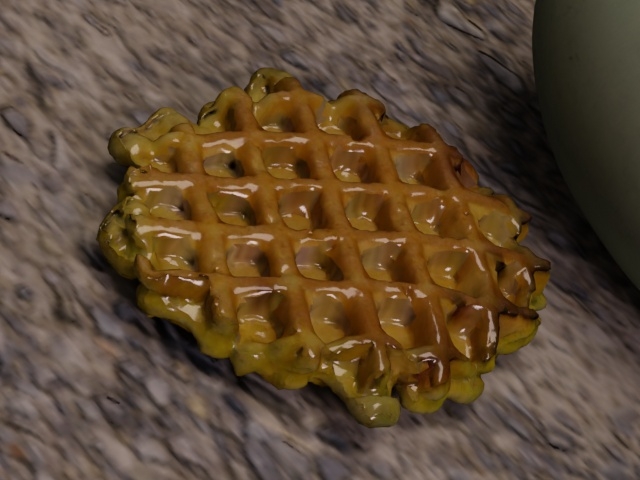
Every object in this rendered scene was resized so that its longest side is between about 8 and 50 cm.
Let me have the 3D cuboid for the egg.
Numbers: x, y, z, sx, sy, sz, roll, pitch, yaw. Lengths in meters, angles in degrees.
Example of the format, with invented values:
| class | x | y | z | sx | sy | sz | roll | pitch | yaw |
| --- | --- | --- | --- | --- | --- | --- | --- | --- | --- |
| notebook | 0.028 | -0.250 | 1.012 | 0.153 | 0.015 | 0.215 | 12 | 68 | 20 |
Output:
| class | x | y | z | sx | sy | sz | roll | pitch | yaw |
| --- | --- | --- | --- | --- | --- | --- | --- | --- | --- |
| egg | 0.255 | -0.067 | 1.082 | 0.230 | 0.230 | 0.371 | 1 | 49 | -32 |

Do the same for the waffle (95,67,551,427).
| class | x | y | z | sx | sy | sz | roll | pitch | yaw |
| --- | --- | --- | --- | --- | --- | --- | --- | --- | --- |
| waffle | 0.000 | 0.000 | 0.993 | 0.243 | 0.059 | 0.238 | 33 | 40 | 9 |
